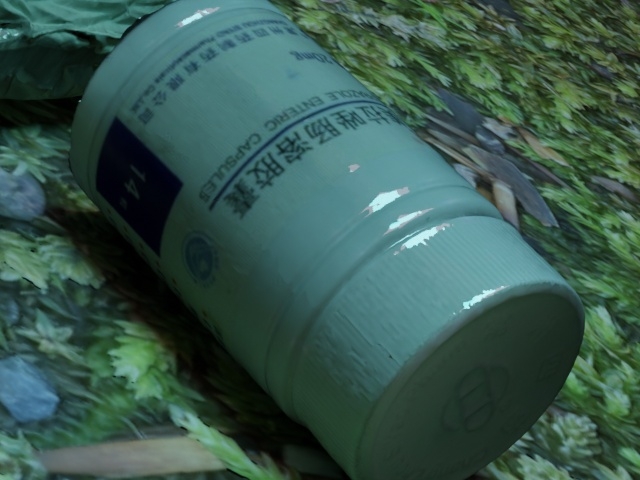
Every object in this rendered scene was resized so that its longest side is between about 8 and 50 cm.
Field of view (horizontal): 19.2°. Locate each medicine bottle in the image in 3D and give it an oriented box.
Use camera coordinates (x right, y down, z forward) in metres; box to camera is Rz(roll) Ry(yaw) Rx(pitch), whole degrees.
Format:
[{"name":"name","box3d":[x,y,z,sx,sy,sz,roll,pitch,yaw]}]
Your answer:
[{"name":"medicine bottle","box3d":[0.000,0.000,1.244,0.190,0.190,0.332,-3,40,-50]}]

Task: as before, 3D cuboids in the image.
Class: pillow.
[{"name":"pillow","box3d":[-0.256,-0.213,1.432,0.283,0.138,0.310,41,30,26]}]
